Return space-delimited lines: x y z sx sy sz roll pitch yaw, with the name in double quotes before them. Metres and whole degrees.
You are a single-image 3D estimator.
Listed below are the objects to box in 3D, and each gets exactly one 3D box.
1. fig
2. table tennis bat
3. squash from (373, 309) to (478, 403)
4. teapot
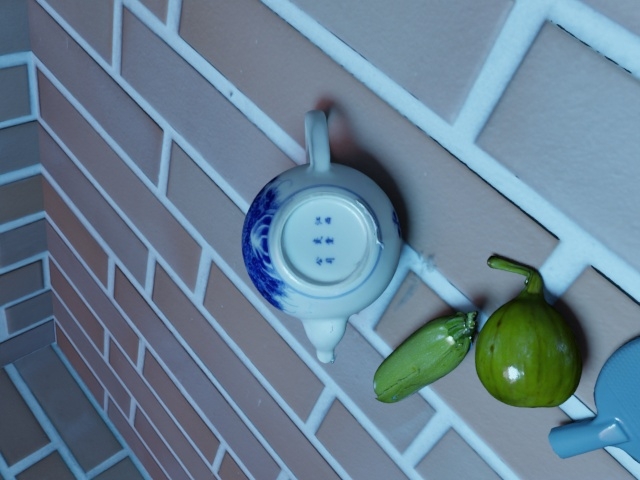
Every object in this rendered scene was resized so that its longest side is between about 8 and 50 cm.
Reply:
"fig" 0.287 0.135 0.816 0.142 0.186 0.148 25 175 -19
"table tennis bat" 0.432 0.227 0.756 0.215 0.044 0.329 56 139 6
"squash" 0.178 0.187 0.977 0.094 0.094 0.341 51 144 15
"teapot" 0.000 0.000 0.977 0.280 0.252 0.424 -179 86 -87
